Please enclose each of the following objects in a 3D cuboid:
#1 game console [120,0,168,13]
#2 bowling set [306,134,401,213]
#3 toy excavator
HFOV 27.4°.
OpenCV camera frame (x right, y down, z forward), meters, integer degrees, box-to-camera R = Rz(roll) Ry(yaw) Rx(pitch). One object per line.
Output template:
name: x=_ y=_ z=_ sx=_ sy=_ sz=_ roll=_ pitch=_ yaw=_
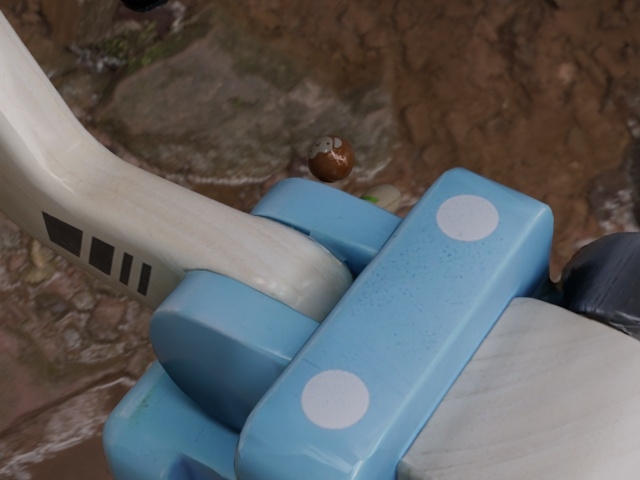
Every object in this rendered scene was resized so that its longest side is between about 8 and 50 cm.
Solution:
game console: x=-0.221 y=-0.359 z=1.301 sx=0.213 sy=0.044 sz=0.361 roll=-42 pitch=59 yaw=-1
bowling set: x=0.000 y=0.000 z=1.441 sx=0.154 sy=0.287 sz=0.200 roll=-36 pitch=102 yaw=-50
toy excavator: x=-0.038 y=0.040 z=0.614 sx=0.445 sy=0.433 sz=0.222 roll=23 pitch=56 yaw=23
